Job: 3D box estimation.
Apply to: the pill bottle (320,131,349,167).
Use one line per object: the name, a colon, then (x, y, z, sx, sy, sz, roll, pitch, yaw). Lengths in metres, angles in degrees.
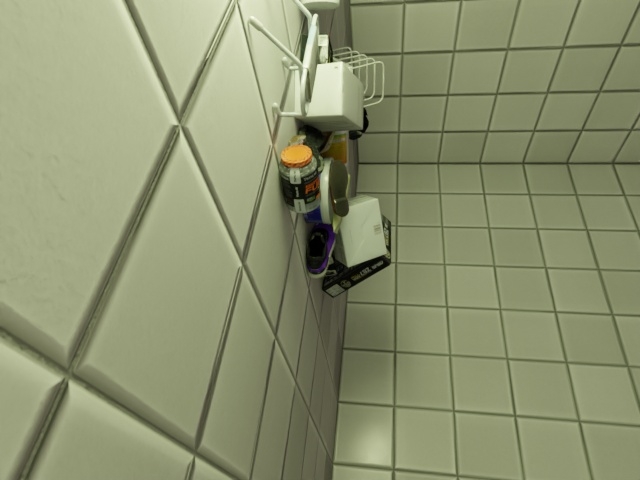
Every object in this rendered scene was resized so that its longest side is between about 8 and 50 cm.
pill bottle: (0.068, -0.414, 2.099, 0.136, 0.136, 0.245, -74, 164, -58)

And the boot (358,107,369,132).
boot: (0.124, -0.550, 2.143, 0.094, 0.207, 0.246, -53, 157, -31)

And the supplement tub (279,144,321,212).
supplement tub: (-0.062, -0.187, 1.355, 0.190, 0.117, 0.117, 82, 13, -47)

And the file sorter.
file sorter: (0.130, -0.706, 1.932, 0.277, 0.173, 0.193, 49, -27, 45)

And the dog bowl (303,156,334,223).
dog bowl: (-0.003, -0.199, 1.780, 0.265, 0.104, 0.265, 2, 90, -81)

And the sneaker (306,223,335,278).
sneaker: (0.001, 0.000, 1.844, 0.146, 0.102, 0.293, 80, 14, -50)

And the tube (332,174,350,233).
tube: (0.074, -0.148, 1.783, 0.070, 0.062, 0.240, 8, 88, -38)

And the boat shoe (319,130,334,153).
boat shoe: (0.037, -0.497, 1.834, 0.089, 0.104, 0.285, -79, -179, -69)

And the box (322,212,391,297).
box: (0.185, 0.078, 2.279, 0.097, 0.395, 0.318, 37, 36, -24)

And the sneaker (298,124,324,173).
sneaker: (-0.049, -0.308, 1.586, 0.106, 0.101, 0.267, 125, -26, -44)

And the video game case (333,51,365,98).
video game case: (0.128, -0.799, 2.282, 0.300, 0.036, 0.329, 50, 28, -24)

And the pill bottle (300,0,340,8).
pill bottle: (-0.002, -0.929, 1.472, 0.160, 0.160, 0.283, -61, 150, -72)

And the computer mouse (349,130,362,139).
computer mouse: (0.113, -0.664, 2.361, 0.072, 0.188, 0.272, -23, 107, -61)

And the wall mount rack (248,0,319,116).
wall mount rack: (-0.082, -0.510, 1.179, 0.304, 0.130, 0.350, 84, 11, -59)

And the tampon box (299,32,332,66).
tampon box: (-0.011, -0.670, 1.649, 0.161, 0.101, 0.120, 19, 73, -81)

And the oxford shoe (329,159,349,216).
oxford shoe: (0.060, -0.197, 1.686, 0.076, 0.076, 0.212, -156, -118, -67)

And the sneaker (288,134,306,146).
sneaker: (-0.075, -0.311, 1.491, 0.118, 0.042, 0.067, -58, 145, -59)

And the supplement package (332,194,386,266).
supplement package: (0.159, -0.048, 1.998, 0.145, 0.204, 0.262, -149, -136, -63)

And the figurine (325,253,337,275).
figurine: (0.015, 0.030, 2.053, 0.215, 0.092, 0.209, 72, 13, -63)

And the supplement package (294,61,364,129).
supplement package: (0.038, -0.509, 1.615, 0.293, 0.175, 0.177, -10, 102, -70)
